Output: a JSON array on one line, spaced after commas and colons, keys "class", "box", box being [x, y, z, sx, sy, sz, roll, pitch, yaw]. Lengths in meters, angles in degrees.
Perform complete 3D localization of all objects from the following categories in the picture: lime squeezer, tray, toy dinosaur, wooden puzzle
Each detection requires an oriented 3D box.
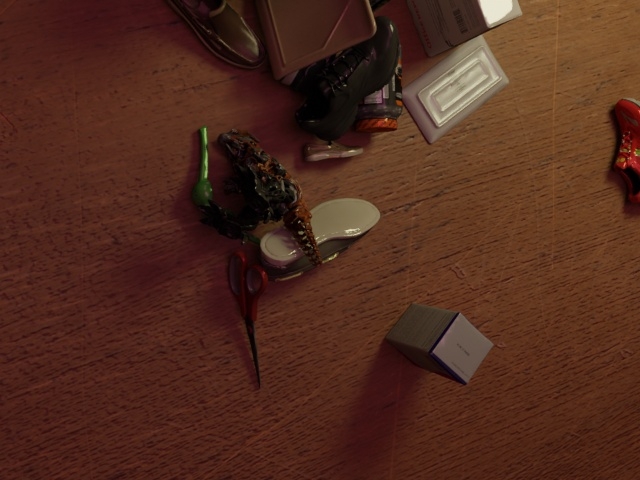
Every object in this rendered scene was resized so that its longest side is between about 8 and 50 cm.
[{"class": "lime squeezer", "box": [-0.202, -0.076, 1.438, 0.310, 0.059, 0.110, 58, 41, -11]}, {"class": "tray", "box": [0.322, -0.360, 1.623, 0.270, 0.030, 0.145, -38, 102, -15]}, {"class": "toy dinosaur", "box": [-0.101, -0.093, 1.371, 0.322, 0.218, 0.164, 34, 119, 21]}, {"class": "wooden puzzle", "box": [-0.014, -0.461, 1.400, 0.239, 0.044, 0.220, -21, 74, 23]}]

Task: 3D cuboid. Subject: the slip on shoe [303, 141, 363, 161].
[{"class": "slip on shoe", "box": [0.028, -0.199, 1.511, 0.135, 0.051, 0.041, -9, 96, -11]}]

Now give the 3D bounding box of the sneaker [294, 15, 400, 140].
[{"class": "sneaker", "box": [0.054, -0.325, 1.402, 0.130, 0.109, 0.286, -1, 129, -57]}]

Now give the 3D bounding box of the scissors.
[{"class": "scissors", "box": [-0.154, 0.166, 1.458, 0.021, 0.109, 0.297, -24, 125, -46]}]

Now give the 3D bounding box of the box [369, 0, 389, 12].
[{"class": "box", "box": [0.126, -0.557, 1.493, 0.027, 0.137, 0.093, -5, 92, -20]}]

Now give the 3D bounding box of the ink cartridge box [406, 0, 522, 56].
[{"class": "ink cartridge box", "box": [0.301, -0.520, 1.504, 0.100, 0.237, 0.171, -26, 99, -20]}]

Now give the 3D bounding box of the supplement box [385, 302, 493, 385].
[{"class": "supplement box", "box": [0.252, 0.219, 1.506, 0.111, 0.220, 0.114, 42, 76, -16]}]

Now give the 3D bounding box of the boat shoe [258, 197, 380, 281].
[{"class": "boat shoe", "box": [-0.003, -0.003, 1.477, 0.305, 0.091, 0.109, -24, 57, -32]}]

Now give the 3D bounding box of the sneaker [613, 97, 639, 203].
[{"class": "sneaker", "box": [0.797, -0.224, 1.759, 0.118, 0.107, 0.278, -20, 95, -9]}]

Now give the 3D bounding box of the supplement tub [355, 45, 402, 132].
[{"class": "supplement tub", "box": [0.120, -0.334, 1.505, 0.117, 0.117, 0.190, -2, 92, -20]}]

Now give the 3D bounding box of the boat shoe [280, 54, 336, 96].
[{"class": "boat shoe", "box": [0.018, -0.449, 1.476, 0.091, 0.114, 0.302, 27, 95, -19]}]

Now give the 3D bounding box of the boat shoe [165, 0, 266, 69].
[{"class": "boat shoe", "box": [-0.213, -0.445, 1.396, 0.257, 0.095, 0.095, 36, 79, -17]}]
